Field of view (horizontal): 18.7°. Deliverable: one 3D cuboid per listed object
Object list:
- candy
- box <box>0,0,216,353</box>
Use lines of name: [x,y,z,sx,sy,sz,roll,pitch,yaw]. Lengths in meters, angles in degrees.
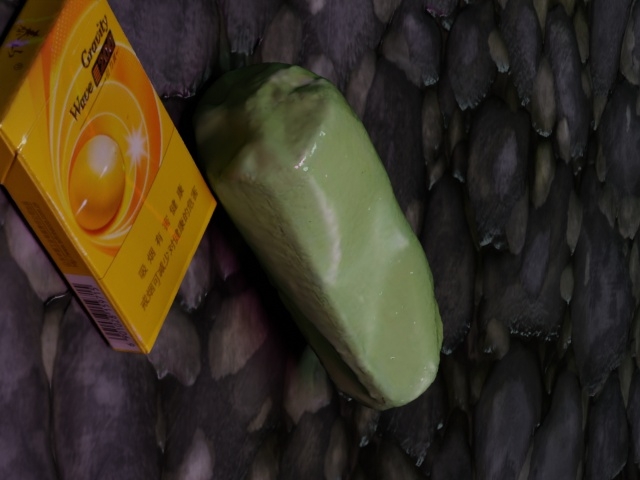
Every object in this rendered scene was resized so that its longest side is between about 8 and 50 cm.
candy: [0.000,0.000,1.631,0.132,0.142,0.343,-65,145,-33]
box: [-0.159,-0.054,1.410,0.269,0.043,0.152,63,39,-49]
